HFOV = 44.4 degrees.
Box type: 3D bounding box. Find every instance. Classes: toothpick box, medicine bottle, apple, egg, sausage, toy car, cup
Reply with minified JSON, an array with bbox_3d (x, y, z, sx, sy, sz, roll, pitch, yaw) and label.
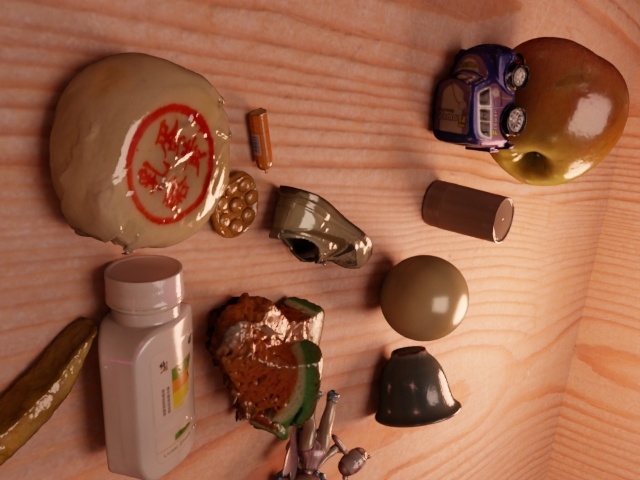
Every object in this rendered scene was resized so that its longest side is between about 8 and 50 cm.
[{"bbox_3d":[0.332,-0.066,1.770,0.111,0.180,0.111,-27,126,-46],"label":"toothpick box"},{"bbox_3d":[-0.240,0.175,1.101,0.161,0.111,0.297,-43,136,-65],"label":"medicine bottle"},{"bbox_3d":[0.531,-0.295,1.845,0.305,0.338,0.338,-61,145,-5],"label":"apple"},{"bbox_3d":[0.227,0.123,1.687,0.241,0.185,0.186,-9,110,-62],"label":"egg"},{"bbox_3d":[-0.095,-0.157,1.255,0.031,0.031,0.107,-37,132,-42],"label":"sausage"},{"bbox_3d":[0.336,-0.310,1.705,0.157,0.172,0.235,-7,105,-39],"label":"toy car"},{"bbox_3d":[0.210,0.320,1.773,0.199,0.199,0.150,-15,97,-52],"label":"cup"}]

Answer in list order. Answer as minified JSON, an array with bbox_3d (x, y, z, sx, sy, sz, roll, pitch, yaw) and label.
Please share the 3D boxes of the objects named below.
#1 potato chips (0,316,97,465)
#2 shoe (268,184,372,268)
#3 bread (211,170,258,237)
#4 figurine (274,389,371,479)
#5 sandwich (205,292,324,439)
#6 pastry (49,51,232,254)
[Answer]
[{"bbox_3d":[-0.410,0.239,0.932,0.407,0.057,0.080,-42,132,-39],"label":"potato chips"},{"bbox_3d":[0.000,0.000,1.396,0.275,0.103,0.098,38,73,-48],"label":"shoe"},{"bbox_3d":[-0.135,-0.057,1.240,0.110,0.024,0.110,-28,126,-47],"label":"bread"},{"bbox_3d":[-0.005,0.420,1.533,0.205,0.102,0.260,12,88,-31],"label":"figurine"},{"bbox_3d":[-0.073,0.197,1.310,0.301,0.162,0.251,39,66,-57],"label":"sandwich"},{"bbox_3d":[-0.223,-0.111,1.005,0.264,0.133,0.265,-33,130,-49],"label":"pastry"}]
